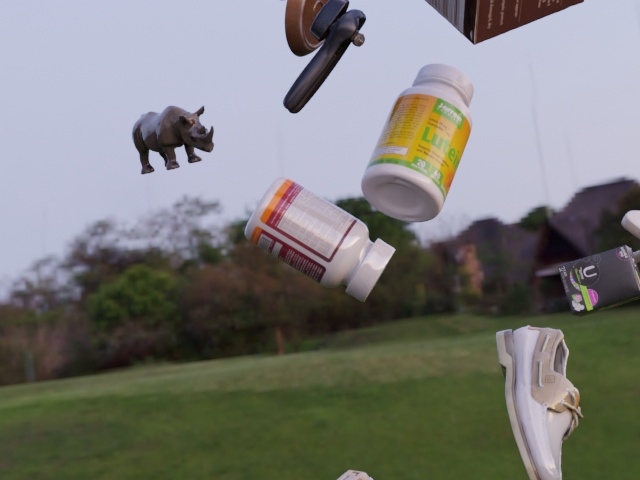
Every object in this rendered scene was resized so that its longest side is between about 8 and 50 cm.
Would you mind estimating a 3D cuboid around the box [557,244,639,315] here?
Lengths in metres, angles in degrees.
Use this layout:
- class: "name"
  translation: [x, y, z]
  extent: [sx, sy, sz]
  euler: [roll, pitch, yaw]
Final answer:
- class: "box"
  translation: [0.327, 0.047, 1.509]
  extent: [0.083, 0.062, 0.052]
  euler: [-19, -11, 18]

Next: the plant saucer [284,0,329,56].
- class: "plant saucer"
  translation: [-0.014, -0.415, 2.364]
  extent: [0.029, 0.168, 0.168]
  euler: [12, 1, 24]

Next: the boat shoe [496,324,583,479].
- class: "boat shoe"
  translation: [0.329, 0.239, 1.912]
  extent: [0.103, 0.302, 0.113]
  euler: [-14, -47, 10]

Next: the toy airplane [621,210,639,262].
- class: "toy airplane"
  translation: [0.779, 0.090, 2.425]
  extent: [0.386, 0.384, 0.272]
  euler: [-1, -37, -2]

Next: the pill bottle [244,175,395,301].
- class: "pill bottle"
  translation: [0.000, 0.000, 2.081]
  extent: [0.221, 0.121, 0.121]
  euler: [31, -7, 4]

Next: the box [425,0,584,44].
- class: "box"
  translation: [0.257, -0.416, 1.860]
  extent: [0.203, 0.168, 0.167]
  euler: [-25, -41, -20]

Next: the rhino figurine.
- class: "rhino figurine"
  translation: [-0.249, -0.178, 2.231]
  extent: [0.073, 0.106, 0.243]
  euler: [-22, 10, -34]

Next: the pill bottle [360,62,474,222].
- class: "pill bottle"
  translation: [0.167, -0.164, 2.112]
  extent: [0.136, 0.245, 0.136]
  euler: [17, -29, 10]

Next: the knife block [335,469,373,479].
- class: "knife block"
  translation: [0.033, 0.484, 1.750]
  extent: [0.242, 0.275, 0.088]
  euler: [-38, -8, 11]

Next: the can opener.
- class: "can opener"
  translation: [0.005, -0.267, 1.923]
  extent: [0.073, 0.186, 0.059]
  euler: [33, 6, 25]
